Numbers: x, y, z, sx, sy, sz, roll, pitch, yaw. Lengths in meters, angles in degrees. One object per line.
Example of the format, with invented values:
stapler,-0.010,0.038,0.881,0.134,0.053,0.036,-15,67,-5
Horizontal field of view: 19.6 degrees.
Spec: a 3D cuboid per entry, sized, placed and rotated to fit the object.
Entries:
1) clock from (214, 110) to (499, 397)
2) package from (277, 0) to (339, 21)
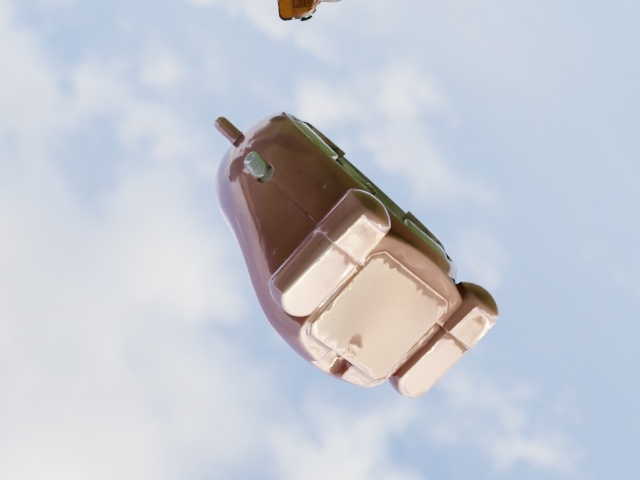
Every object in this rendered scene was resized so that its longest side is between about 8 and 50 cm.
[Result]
clock,0.000,0.000,1.555,0.227,0.142,0.241,38,-170,-45
package,0.005,-0.269,1.908,0.111,0.077,0.033,-11,-138,-16
